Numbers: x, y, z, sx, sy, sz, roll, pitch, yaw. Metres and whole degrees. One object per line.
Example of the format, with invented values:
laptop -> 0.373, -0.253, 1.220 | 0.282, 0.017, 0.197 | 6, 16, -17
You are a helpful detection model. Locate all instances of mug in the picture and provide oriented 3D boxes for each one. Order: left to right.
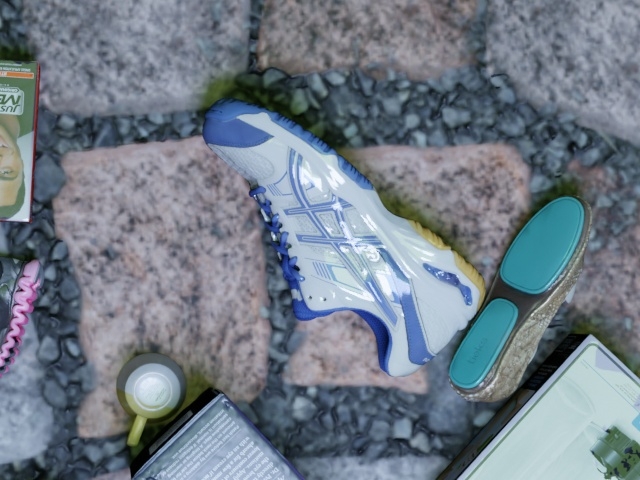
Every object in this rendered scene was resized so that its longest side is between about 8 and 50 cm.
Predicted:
mug -> -0.145, 0.138, 1.727 | 0.062, 0.064, 0.078 | -11, 90, -7

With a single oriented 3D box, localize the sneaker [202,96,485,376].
sneaker -> 0.000, 0.000, 1.723 | 0.296, 0.112, 0.131 | 39, 85, -2

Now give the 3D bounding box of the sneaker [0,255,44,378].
sneaker -> -0.285, 0.067, 1.730 | 0.057, 0.047, 0.119 | 18, 79, 2

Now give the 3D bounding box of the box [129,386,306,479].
box -> -0.057, 0.236, 1.689 | 0.108, 0.153, 0.207 | -44, 94, -6

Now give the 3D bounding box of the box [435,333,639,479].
box -> 0.193, 0.242, 1.745 | 0.169, 0.087, 0.290 | 44, 85, -2

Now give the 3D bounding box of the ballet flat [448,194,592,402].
ballet flat -> 0.186, 0.056, 1.767 | 0.073, 0.067, 0.206 | 34, 90, 41

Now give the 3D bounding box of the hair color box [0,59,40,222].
hair color box -> -0.284, -0.087, 1.732 | 0.072, 0.043, 0.141 | 2, 89, -6
